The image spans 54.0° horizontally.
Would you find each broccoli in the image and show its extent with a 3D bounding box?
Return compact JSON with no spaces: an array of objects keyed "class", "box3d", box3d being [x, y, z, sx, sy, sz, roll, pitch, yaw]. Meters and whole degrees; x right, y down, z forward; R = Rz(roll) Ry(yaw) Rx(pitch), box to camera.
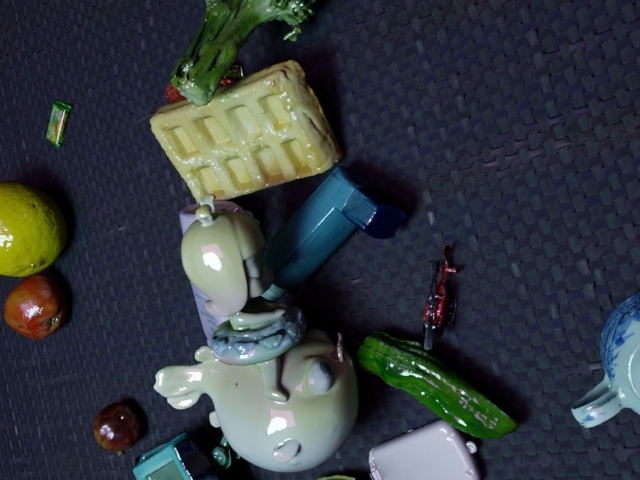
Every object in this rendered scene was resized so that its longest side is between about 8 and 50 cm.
[{"class":"broccoli","box3d":[-0.136,-0.333,0.860,0.275,0.177,0.198,-43,82,-11]}]

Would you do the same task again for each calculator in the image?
[{"class":"calculator","box3d":[0.146,0.319,0.890,0.175,0.032,0.100,-32,79,28]},{"class":"calculator","box3d":[-0.217,0.467,1.052,0.274,0.058,0.248,59,139,10]}]

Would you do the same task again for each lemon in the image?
[{"class":"lemon","box3d":[-0.584,-0.027,1.196,0.203,0.178,0.178,48,114,19]}]

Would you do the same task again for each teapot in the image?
[{"class":"teapot","box3d":[0.380,0.136,0.679,0.232,0.159,0.159,-38,76,26]}]

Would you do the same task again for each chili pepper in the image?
[{"class":"chili pepper","box3d":[0.144,0.194,0.857,0.257,0.100,0.074,31,70,26]}]

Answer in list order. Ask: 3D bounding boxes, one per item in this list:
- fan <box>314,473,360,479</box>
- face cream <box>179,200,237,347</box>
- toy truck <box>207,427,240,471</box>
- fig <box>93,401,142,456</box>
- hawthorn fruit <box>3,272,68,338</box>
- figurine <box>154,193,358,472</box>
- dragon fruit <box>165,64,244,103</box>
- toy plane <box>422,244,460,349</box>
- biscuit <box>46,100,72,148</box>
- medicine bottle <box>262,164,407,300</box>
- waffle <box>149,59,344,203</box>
[{"class":"fan","box3d":[0.086,0.472,0.931,0.335,0.011,0.229,17,110,29]},{"class":"face cream","box3d":[-0.158,0.078,0.994,0.154,0.096,0.273,13,115,49]},{"class":"toy truck","box3d":[-0.120,0.305,1.024,0.078,0.080,0.154,27,109,-3]},{"class":"fig","box3d":[-0.382,0.362,1.174,0.089,0.089,0.125,44,132,19]},{"class":"hawthorn fruit","box3d":[-0.554,0.129,1.228,0.128,0.128,0.128,3,95,29]},{"class":"figurine","box3d":[-0.109,0.133,0.856,0.275,0.226,0.394,-17,105,2]},{"class":"dragon fruit","box3d":[-0.187,-0.249,1.009,0.162,0.083,0.106,33,106,26]},{"class":"toy plane","box3d":[0.160,0.076,0.850,0.037,0.060,0.145,10,83,29]},{"class":"biscuit","box3d":[-0.514,-0.229,1.230,0.046,0.016,0.089,27,106,25]},{"class":"medicine bottle","box3d":[0.000,0.000,0.917,0.258,0.079,0.124,-44,57,26]},{"class":"waffle","box3d":[-0.118,-0.152,0.945,0.274,0.057,0.168,-11,121,30]}]
